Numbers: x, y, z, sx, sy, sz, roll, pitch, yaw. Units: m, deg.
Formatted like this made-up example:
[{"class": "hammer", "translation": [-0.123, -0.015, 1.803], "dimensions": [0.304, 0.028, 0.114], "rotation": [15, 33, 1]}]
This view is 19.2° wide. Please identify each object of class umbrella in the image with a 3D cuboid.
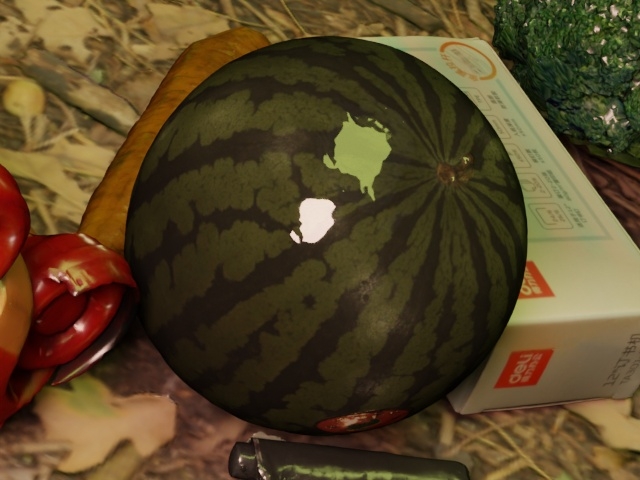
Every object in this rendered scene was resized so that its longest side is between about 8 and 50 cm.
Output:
[{"class": "umbrella", "translation": [0.017, 0.124, 0.981], "dimensions": [0.133, 0.031, 0.036], "rotation": [9, 12, -14]}]

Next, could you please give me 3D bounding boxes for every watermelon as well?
[{"class": "watermelon", "translation": [0.000, 0.000, 0.980], "dimensions": [0.212, 0.212, 0.212], "rotation": [14, 38, -11]}]

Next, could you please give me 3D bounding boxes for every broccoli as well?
[{"class": "broccoli", "translation": [0.250, -0.141, 1.270], "dimensions": [0.245, 0.265, 0.294], "rotation": [49, 18, -29]}]

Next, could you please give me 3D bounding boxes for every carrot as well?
[{"class": "carrot", "translation": [-0.097, -0.032, 1.094], "dimensions": [0.066, 0.066, 0.314], "rotation": [25, 40, 3]}]

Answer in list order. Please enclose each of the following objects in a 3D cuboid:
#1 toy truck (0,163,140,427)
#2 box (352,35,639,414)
[{"class": "toy truck", "translation": [-0.244, 0.026, 0.874], "dimensions": [0.189, 0.239, 0.265], "rotation": [44, 2, 25]}, {"class": "box", "translation": [0.093, -0.019, 1.152], "dimensions": [0.135, 0.079, 0.269], "rotation": [-3, 44, -30]}]
